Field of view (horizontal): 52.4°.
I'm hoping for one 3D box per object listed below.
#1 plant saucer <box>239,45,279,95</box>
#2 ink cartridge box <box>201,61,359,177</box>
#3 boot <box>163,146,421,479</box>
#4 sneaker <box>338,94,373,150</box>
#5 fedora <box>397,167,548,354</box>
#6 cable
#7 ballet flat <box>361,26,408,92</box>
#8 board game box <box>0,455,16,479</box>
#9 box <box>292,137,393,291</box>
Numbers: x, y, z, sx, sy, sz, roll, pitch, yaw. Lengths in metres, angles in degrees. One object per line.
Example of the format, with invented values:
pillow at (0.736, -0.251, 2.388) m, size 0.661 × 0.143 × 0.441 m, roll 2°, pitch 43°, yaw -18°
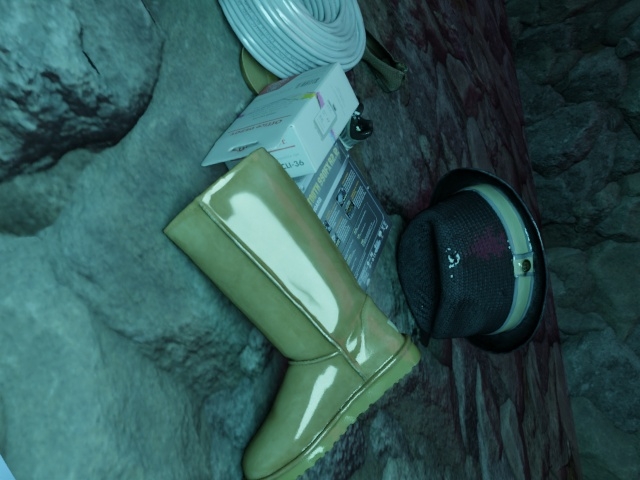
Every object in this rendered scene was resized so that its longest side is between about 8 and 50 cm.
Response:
plant saucer at (-0.084, -0.224, 0.871) m, size 0.083 × 0.015 × 0.083 m, roll 36°, pitch 46°, yaw -49°
ink cartridge box at (-0.044, -0.129, 0.778) m, size 0.067 × 0.115 × 0.198 m, roll 61°, pitch 38°, yaw -28°
boot at (-0.061, 0.081, 0.662) m, size 0.269 × 0.236 × 0.089 m, roll 50°, pitch -13°, yaw -6°
sneaker at (0.026, -0.206, 0.994) m, size 0.170 × 0.075 × 0.063 m, roll 46°, pitch 39°, yaw -41°
fedora at (0.227, 0.048, 1.110) m, size 0.152 × 0.334 × 0.334 m, roll -13°, pitch 87°, yaw -27°
cable at (-0.043, -0.337, 0.894) m, size 0.257 × 0.089 × 0.257 m, roll 61°, pitch 36°, yaw -4°
ballet flat at (0.099, -0.360, 1.222) m, size 0.250 × 0.058 × 0.084 m, roll 35°, pitch 47°, yaw -50°
board game box at (-0.276, 0.134, 0.322) m, size 0.160 × 0.039 × 0.211 m, roll 67°, pitch 28°, yaw -13°
box at (0.000, 0.000, 0.829) m, size 0.183 × 0.056 × 0.231 m, roll 53°, pitch 44°, yaw -32°
